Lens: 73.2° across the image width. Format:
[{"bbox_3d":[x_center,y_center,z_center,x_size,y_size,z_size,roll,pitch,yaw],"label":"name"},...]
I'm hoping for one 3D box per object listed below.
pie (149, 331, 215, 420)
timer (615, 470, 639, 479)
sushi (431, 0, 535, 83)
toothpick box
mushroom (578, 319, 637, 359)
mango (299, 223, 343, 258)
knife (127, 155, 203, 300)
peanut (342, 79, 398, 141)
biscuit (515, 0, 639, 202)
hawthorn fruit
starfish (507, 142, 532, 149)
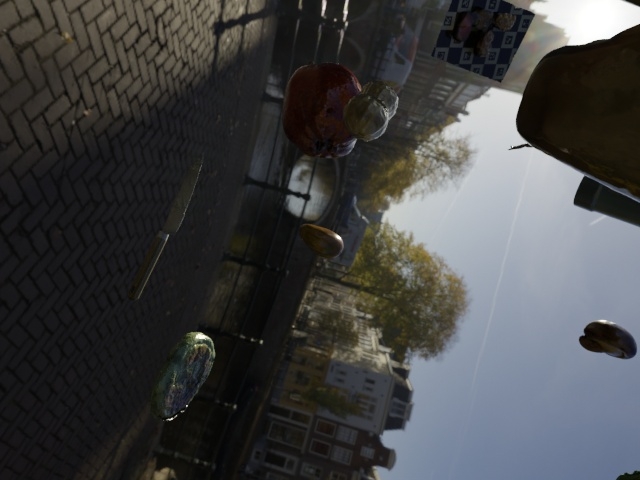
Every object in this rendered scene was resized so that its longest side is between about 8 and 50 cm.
[{"bbox_3d":[-0.356,0.353,1.122,0.240,0.054,0.240,-56,159,-34],"label":"pie"},{"bbox_3d":[0.781,0.623,1.049,0.128,0.047,0.140,-48,175,-44],"label":"timer"},{"bbox_3d":[0.448,-0.547,1.150,0.043,0.279,0.193,57,-46,51],"label":"sushi"},{"bbox_3d":[0.614,-0.089,0.869,0.101,0.153,0.101,-30,135,-35],"label":"toothpick box"},{"bbox_3d":[0.713,0.250,1.063,0.087,0.127,0.127,-57,175,-4],"label":"mushroom"},{"bbox_3d":[0.003,0.003,1.461,0.089,0.163,0.111,-58,-146,19],"label":"mango"},{"bbox_3d":[-0.282,-0.023,0.803,0.017,0.047,0.298,30,82,-49],"label":"knife"},{"bbox_3d":[0.088,-0.222,0.732,0.187,0.082,0.082,-59,167,-48],"label":"peanut"},{"bbox_3d":[0.277,-0.089,0.262,0.062,0.290,0.237,-44,155,-20],"label":"biscuit"},{"bbox_3d":[0.006,-0.317,0.996,0.205,0.205,0.253,97,-9,-68],"label":"hawthorn fruit"},{"bbox_3d":[0.559,-0.259,1.179,0.092,0.086,0.016,26,-44,63],"label":"starfish"}]
